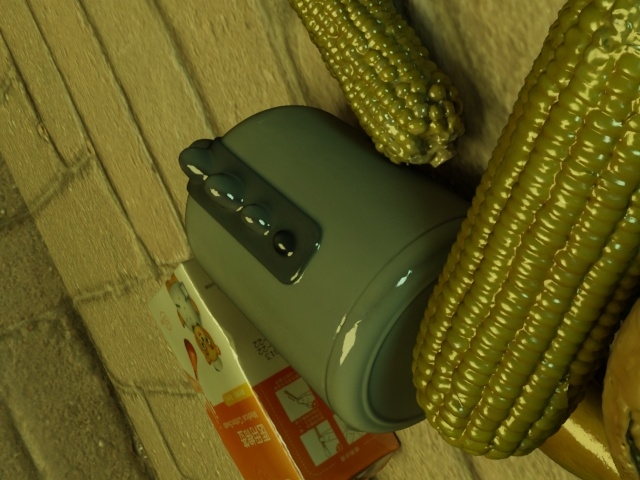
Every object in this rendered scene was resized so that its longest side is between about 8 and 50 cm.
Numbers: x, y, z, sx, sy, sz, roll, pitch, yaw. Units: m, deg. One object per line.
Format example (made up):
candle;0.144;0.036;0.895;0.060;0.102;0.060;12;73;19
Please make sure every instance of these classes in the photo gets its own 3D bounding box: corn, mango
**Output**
corn;0.031;-0.182;0.716;0.288;0.086;0.086;61;152;12
mango;0.205;0.147;0.698;0.187;0.066;0.101;45;156;45
corn;0.158;-0.010;0.547;0.131;0.131;0.344;42;128;34

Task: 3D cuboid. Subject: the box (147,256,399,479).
box;-0.071;0.175;1.125;0.341;0.143;0.225;59;152;4

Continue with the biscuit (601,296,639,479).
biscuit;0.294;0.113;0.440;0.296;0.102;0.296;19;126;29

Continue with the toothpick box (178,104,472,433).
toothpick box;0.000;0.000;0.768;0.316;0.229;0.229;40;144;37

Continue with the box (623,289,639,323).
box;0.293;0.120;0.572;0.161;0.042;0.226;9;121;56
